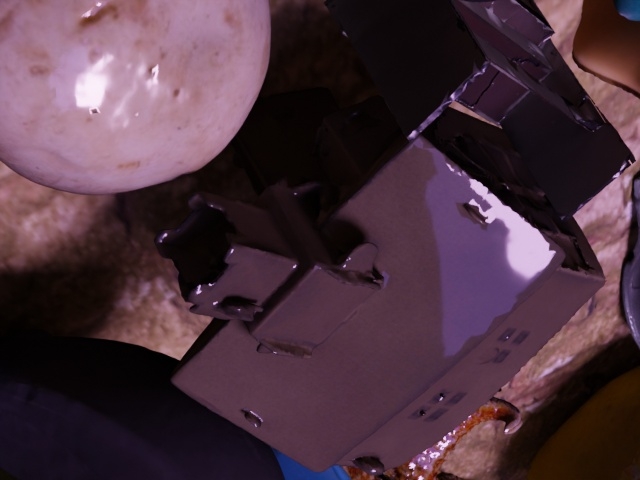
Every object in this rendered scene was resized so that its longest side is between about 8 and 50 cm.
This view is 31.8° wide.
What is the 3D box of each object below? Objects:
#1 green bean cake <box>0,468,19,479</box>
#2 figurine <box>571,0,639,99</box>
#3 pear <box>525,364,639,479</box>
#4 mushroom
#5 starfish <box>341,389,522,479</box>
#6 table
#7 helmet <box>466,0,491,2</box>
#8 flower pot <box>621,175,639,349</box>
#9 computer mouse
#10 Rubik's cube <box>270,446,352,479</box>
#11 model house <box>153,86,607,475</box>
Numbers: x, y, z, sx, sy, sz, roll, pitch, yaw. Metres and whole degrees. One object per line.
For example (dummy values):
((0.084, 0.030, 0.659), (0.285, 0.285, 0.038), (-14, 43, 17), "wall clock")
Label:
((-0.323, 0.184, 0.754), (0.200, 0.113, 0.214), (-39, 142, 14), "green bean cake")
((0.200, -0.197, 0.581), (0.208, 0.181, 0.257), (-1, 136, 13), "figurine")
((0.346, 0.244, 1.060), (0.191, 0.341, 0.386), (27, 151, -38), "pear")
((-0.104, -0.104, 0.543), (0.166, 0.127, 0.166), (-22, 131, -28), "mushroom")
((0.088, 0.267, 1.086), (0.312, 0.113, 0.303), (21, 97, -45), "starfish")
((0.074, -0.110, 0.599), (0.062, 0.175, 0.146), (-42, 141, 23), "table")
((0.035, -0.201, 0.448), (0.193, 0.216, 0.189), (-42, 180, -25), "helmet")
((0.336, 0.024, 0.970), (0.108, 0.103, 0.229), (-23, 142, -7), "flower pot")
((-0.128, 0.106, 0.693), (0.137, 0.269, 0.086), (1, 110, -65), "computer mouse")
((-0.106, 0.377, 0.843), (0.347, 0.352, 0.352), (-42, 168, 21), "Rubik's cube")
((0.000, 0.000, 0.648), (0.211, 0.204, 0.243), (-46, 148, 23), "model house")
